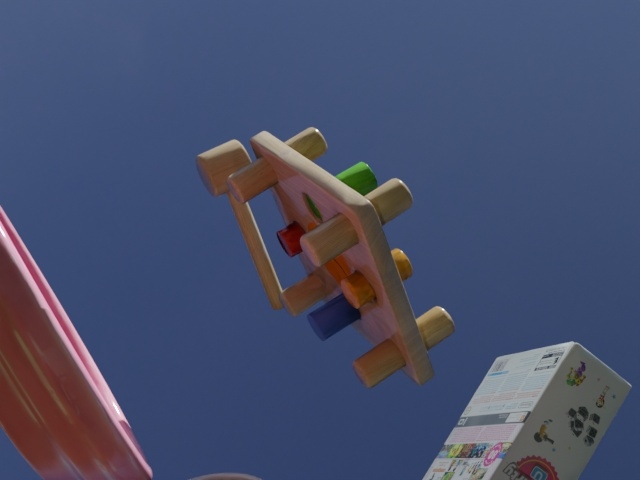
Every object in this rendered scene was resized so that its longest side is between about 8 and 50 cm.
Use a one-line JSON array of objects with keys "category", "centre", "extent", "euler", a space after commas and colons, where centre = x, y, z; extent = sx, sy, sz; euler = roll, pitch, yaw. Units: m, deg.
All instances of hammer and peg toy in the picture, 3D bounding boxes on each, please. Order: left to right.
[{"category": "hammer and peg toy", "centre": [0.000, 0.000, 1.184], "extent": [0.361, 0.127, 0.265], "euler": [38, -25, 53]}]

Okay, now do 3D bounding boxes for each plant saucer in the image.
[{"category": "plant saucer", "centre": [-0.267, 0.093, 0.903], "extent": [0.084, 0.332, 0.332], "euler": [-30, -92, -13]}]

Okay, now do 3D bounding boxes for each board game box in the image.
[{"category": "board game box", "centre": [0.226, 0.283, 1.247], "extent": [0.097, 0.303, 0.224], "euler": [38, -18, -4]}]

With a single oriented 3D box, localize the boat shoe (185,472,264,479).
[{"category": "boat shoe", "centre": [-0.029, 0.304, 0.991], "extent": [0.303, 0.114, 0.091], "euler": [3, -45, 21]}]
